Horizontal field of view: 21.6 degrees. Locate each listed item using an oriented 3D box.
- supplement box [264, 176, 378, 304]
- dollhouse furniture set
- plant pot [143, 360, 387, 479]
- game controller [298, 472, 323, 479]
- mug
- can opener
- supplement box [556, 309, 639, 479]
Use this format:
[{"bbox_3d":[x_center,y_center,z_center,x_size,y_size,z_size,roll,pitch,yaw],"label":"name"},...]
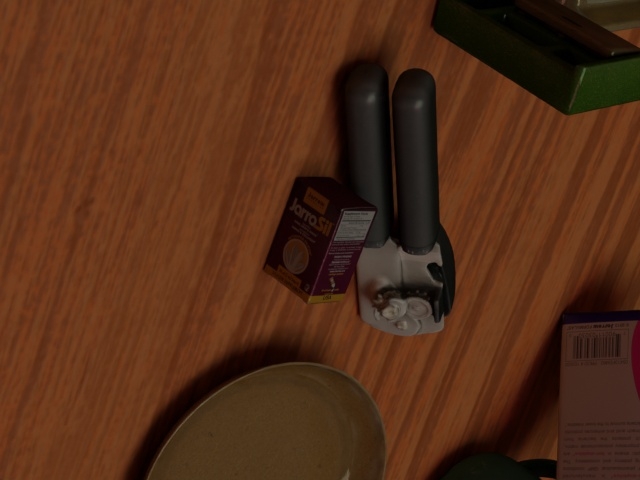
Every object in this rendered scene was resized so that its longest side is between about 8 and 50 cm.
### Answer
[{"bbox_3d":[0.000,0.000,1.286,0.043,0.055,0.083,-2,119,-47],"label":"supplement box"},{"bbox_3d":[0.257,-0.235,1.302,0.301,0.151,0.197,-14,128,-42],"label":"dollhouse furniture set"},{"bbox_3d":[-0.051,0.201,1.373,0.236,0.032,0.236,-15,120,-28],"label":"plant pot"},{"bbox_3d":[-0.061,0.339,1.481,0.319,0.067,0.166,-55,144,-1],"label":"game controller"},{"bbox_3d":[0.171,0.274,1.661,0.158,0.097,0.129,2,116,-50],"label":"mug"},{"bbox_3d":[0.062,-0.029,1.336,0.280,0.074,0.093,82,20,-45],"label":"can opener"},{"bbox_3d":[0.304,0.188,1.642,0.114,0.111,0.220,29,63,-54],"label":"supplement box"}]
